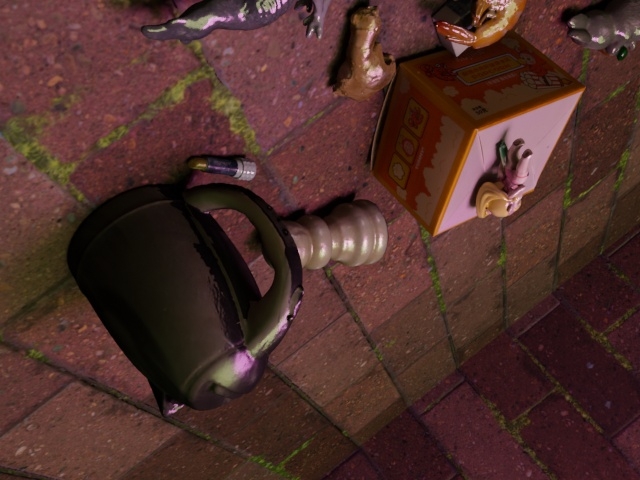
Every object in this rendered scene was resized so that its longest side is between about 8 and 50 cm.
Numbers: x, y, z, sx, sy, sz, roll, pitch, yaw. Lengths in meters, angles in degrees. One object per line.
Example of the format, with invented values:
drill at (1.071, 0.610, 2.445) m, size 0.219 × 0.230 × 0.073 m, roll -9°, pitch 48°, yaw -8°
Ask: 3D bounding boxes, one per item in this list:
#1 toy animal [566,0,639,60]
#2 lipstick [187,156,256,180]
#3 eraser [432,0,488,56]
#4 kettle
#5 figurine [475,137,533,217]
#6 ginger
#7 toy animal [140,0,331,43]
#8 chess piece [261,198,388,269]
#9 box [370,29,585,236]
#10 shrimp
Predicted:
toy animal at (0.583, -0.442, 1.521) m, size 0.236 × 0.138 × 0.108 m, roll -2°, pitch 180°, yaw -17°
lipstick at (-0.154, -0.116, 1.147) m, size 0.116 × 0.037 × 0.037 m, roll 2°, pitch 131°, yaw -47°
eraser at (0.288, -0.410, 1.237) m, size 0.212 × 0.046 × 0.092 m, roll -42°, pitch 151°, yaw 3°
kettle at (-0.172, 0.075, 1.088) m, size 0.321 × 0.324 × 0.228 m, roll -44°, pitch 152°, yaw 8°
figurine at (0.314, -0.100, 1.254) m, size 0.083 × 0.083 × 0.187 m, roll -30°, pitch 156°, yaw -18°
ginger at (0.078, -0.283, 1.144) m, size 0.096 × 0.067 × 0.165 m, roll -3°, pitch 140°, yaw -17°
toy animal at (-0.038, -0.337, 0.912) m, size 0.367 × 0.081 × 0.206 m, roll -46°, pitch 154°, yaw 3°
chess piece at (0.000, 0.000, 1.413) m, size 0.243 × 0.133 × 0.133 m, roll -11°, pitch 141°, yaw -35°
box at (0.275, -0.203, 1.350) m, size 0.283 × 0.214 × 0.260 m, roll -24°, pitch 145°, yaw -30°
shrimp at (0.221, -0.377, 1.148) m, size 0.248 × 0.068 × 0.150 m, roll -1°, pitch 117°, yaw -24°
